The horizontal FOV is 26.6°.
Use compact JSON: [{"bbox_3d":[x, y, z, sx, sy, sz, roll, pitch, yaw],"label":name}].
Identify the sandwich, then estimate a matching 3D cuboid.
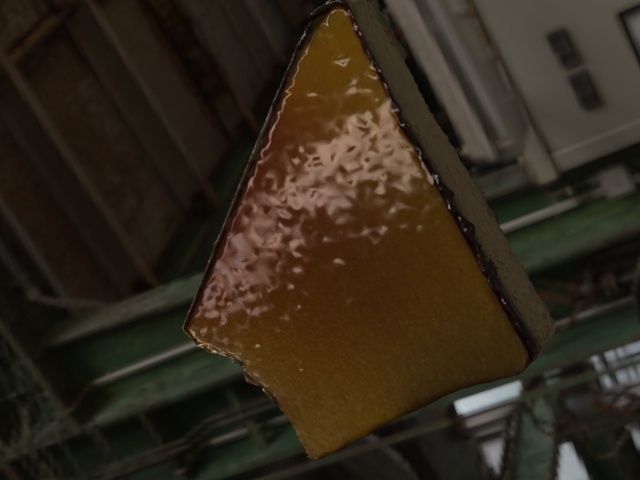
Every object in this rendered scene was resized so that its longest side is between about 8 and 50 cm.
[{"bbox_3d":[0.000,0.000,0.664,0.193,0.162,0.058,62,-156,-1],"label":"sandwich"}]
